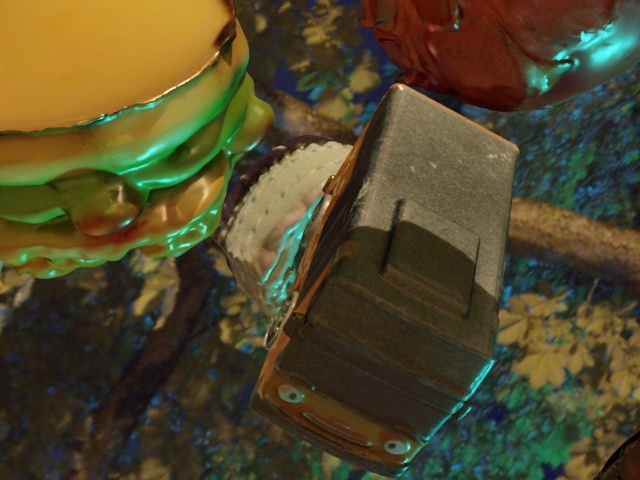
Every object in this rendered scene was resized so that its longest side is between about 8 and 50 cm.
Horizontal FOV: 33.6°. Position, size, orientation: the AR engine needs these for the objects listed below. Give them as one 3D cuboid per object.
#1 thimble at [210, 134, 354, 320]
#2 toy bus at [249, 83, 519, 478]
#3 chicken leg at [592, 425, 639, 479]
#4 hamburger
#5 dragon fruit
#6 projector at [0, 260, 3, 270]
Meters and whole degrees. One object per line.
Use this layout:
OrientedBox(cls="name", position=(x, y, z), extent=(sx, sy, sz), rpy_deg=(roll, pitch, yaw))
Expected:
OrientedBox(cls="thimble", position=(0.000, 0.000, 1.219), extent=(0.150, 0.237, 0.237), rpy_deg=(36, -42, 54))
OrientedBox(cls="toy bus", position=(0.066, 0.024, 0.946), extent=(0.161, 0.323, 0.194), rpy_deg=(28, -51, -7))
OrientedBox(cls="chicken leg", position=(0.243, 0.206, 0.766), extent=(0.106, 0.051, 0.253), rpy_deg=(28, -68, 32))
OrientedBox(cls="hamburger", position=(-0.145, -0.069, 0.690), extent=(0.237, 0.237, 0.149), rpy_deg=(18, -45, 30))
OrientedBox(cls="dragon fruit", position=(0.131, -0.201, 0.668), extent=(0.241, 0.252, 0.241), rpy_deg=(41, -11, 10))
OrientedBox(cls="projector", position=(-0.369, -0.107, 0.995), extent=(0.192, 0.099, 0.257), rpy_deg=(18, -82, 27))
